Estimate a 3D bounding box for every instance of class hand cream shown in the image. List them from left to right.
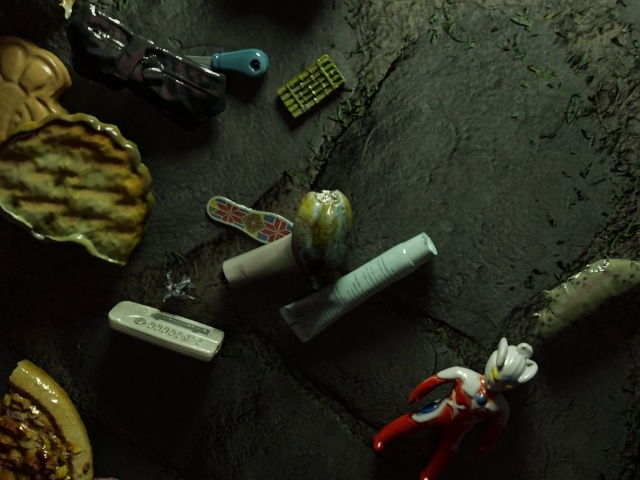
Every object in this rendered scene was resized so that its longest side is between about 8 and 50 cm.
[{"bbox_3d":[-0.110,0.044,1.344,0.186,0.054,0.087,-18,117,10],"label":"hand cream"},{"bbox_3d":[0.070,0.090,1.321,0.331,0.058,0.085,-33,102,19],"label":"hand cream"}]

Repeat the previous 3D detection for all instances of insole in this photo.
[{"bbox_3d":[-0.130,-0.035,1.342,0.194,0.006,0.065,22,111,2],"label":"insole"}]

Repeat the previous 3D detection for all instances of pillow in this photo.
[{"bbox_3d":[0.477,0.094,1.255,0.241,0.051,0.093,-37,104,20],"label":"pillow"}]

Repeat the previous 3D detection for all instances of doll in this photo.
[{"bbox_3d":[0.277,0.328,1.353,0.188,0.099,0.384,36,114,-3],"label":"doll"}]

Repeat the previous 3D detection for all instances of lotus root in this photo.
[{"bbox_3d":[0.000,0.000,1.283,0.113,0.088,0.191,-1,112,-20],"label":"lotus root"}]

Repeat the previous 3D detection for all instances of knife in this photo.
[{"bbox_3d":[-0.211,-0.313,1.253,0.244,0.032,0.058,1,120,14],"label":"knife"}]

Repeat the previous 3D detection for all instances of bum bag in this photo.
[{"bbox_3d":[-0.313,-0.300,1.243,0.310,0.074,0.137,28,125,-4],"label":"bum bag"}]

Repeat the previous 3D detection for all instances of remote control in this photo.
[{"bbox_3d":[-0.314,0.186,1.405,0.230,0.090,0.049,17,112,5],"label":"remote control"}]

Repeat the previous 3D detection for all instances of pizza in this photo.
[{"bbox_3d":[-0.634,0.461,1.535,0.278,0.114,0.408,-3,97,15],"label":"pizza"}]

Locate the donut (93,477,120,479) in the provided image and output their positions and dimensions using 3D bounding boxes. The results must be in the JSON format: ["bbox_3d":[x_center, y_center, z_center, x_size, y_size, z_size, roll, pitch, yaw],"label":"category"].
[{"bbox_3d":[-0.506,0.603,1.596,0.166,0.065,0.117,-36,97,18],"label":"donut"}]

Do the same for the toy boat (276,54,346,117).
[{"bbox_3d":[-0.017,-0.273,1.235,0.115,0.016,0.063,-33,100,19],"label":"toy boat"}]

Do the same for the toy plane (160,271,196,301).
[{"bbox_3d":[-0.294,0.100,1.405,0.083,0.031,0.078,-33,113,16],"label":"toy plane"}]

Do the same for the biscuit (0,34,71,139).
[{"bbox_3d":[-0.614,-0.239,1.332,0.352,0.057,0.311,9,111,7],"label":"biscuit"}]

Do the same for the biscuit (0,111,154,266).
[{"bbox_3d":[-0.472,-0.079,1.321,0.329,0.078,0.335,-20,120,8],"label":"biscuit"}]

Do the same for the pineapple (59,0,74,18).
[{"bbox_3d":[-0.546,-0.497,1.178,0.335,0.161,0.158,21,109,5],"label":"pineapple"}]
